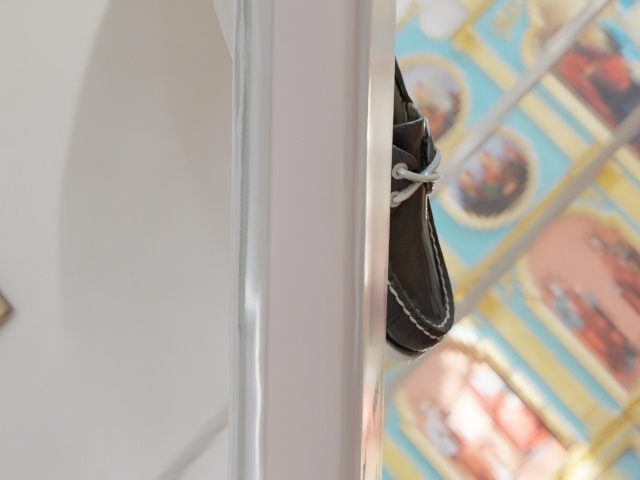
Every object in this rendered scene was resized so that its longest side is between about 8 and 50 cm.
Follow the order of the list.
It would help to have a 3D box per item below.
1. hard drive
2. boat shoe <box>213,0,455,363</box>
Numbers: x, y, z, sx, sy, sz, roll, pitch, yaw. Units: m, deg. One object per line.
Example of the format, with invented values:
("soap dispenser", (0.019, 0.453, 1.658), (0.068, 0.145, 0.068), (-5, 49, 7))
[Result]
("hard drive", (0.000, 0.000, 0.685), (0.233, 0.047, 0.353), (-58, -30, -82))
("boat shoe", (0.027, -0.066, 1.220), (0.091, 0.302, 0.114), (-22, 9, 29))
